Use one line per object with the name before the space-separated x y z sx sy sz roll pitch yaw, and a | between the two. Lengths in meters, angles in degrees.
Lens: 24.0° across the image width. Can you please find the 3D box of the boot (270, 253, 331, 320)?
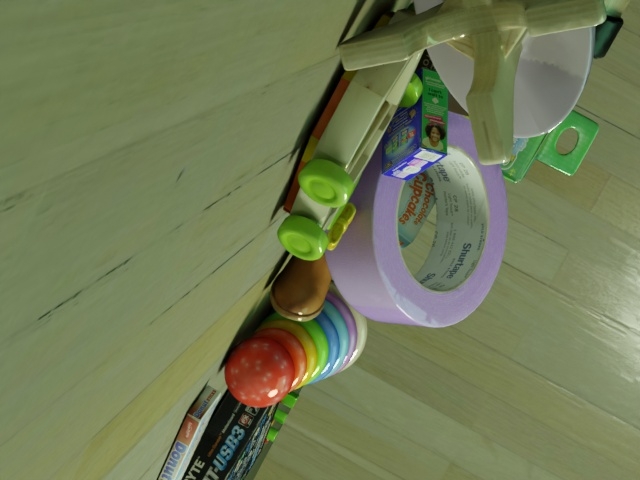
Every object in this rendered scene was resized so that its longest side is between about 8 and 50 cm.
boot | 0.000 0.000 1.929 0.197 0.073 0.152 -66 178 -53

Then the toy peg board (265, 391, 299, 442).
toy peg board | -0.086 0.272 2.487 0.161 0.079 0.160 -59 175 -20

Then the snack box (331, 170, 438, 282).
snack box | 0.083 -0.034 2.171 0.187 0.060 0.322 -59 -170 -27

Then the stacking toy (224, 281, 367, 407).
stacking toy | -0.042 0.152 2.022 0.141 0.141 0.330 -63 171 17

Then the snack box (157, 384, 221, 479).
snack box | -0.171 0.262 1.875 0.064 0.022 0.178 -53 171 -54

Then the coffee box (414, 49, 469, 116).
coffee box | 0.208 -0.231 1.937 0.246 0.098 0.141 6 114 -53

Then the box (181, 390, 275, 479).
box | -0.159 0.349 2.203 0.293 0.073 0.295 -59 174 -32

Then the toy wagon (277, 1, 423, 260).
toy wagon | 0.034 -0.102 1.661 0.267 0.068 0.344 -58 176 -31

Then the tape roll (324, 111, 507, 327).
tape roll | 0.124 -0.028 1.929 0.275 0.090 0.274 -4 96 -47

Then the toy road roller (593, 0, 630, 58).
toy road roller | 0.216 -0.352 1.670 0.329 0.240 0.202 5 120 -43

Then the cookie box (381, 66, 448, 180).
cookie box | 0.112 -0.137 1.787 0.092 0.040 0.107 -32 -130 56

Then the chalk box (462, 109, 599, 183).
chalk box | 0.272 -0.201 2.262 0.180 0.289 0.179 -62 175 9

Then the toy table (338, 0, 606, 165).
toy table | 0.160 -0.211 1.433 0.252 0.274 0.161 -20 -166 28
